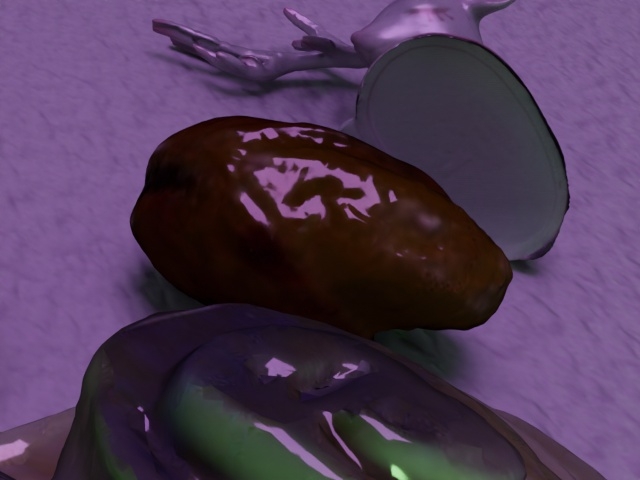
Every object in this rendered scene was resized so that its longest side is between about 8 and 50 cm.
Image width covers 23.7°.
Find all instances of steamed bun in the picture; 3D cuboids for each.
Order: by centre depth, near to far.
[{"bbox_3d":[-0.017,0.138,0.505,0.346,0.238,0.394,5,18,8],"label":"steamed bun"}]

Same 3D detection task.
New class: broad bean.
[{"bbox_3d":[-0.001,0.003,0.912,0.228,0.156,0.122,22,72,0],"label":"broad bean"}]

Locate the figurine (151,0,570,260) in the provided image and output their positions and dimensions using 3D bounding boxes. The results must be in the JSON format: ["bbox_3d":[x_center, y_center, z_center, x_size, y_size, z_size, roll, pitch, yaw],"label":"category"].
[{"bbox_3d":[0.039,-0.152,1.119,0.284,0.206,0.316,18,24,-15],"label":"figurine"}]
